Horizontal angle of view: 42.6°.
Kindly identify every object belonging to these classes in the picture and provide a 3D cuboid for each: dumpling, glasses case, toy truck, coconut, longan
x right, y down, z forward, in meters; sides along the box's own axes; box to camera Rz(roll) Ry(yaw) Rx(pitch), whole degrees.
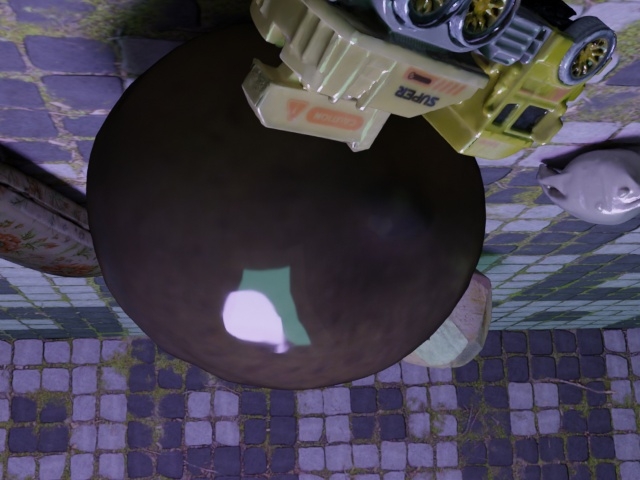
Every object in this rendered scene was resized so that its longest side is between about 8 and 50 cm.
[{"bbox_3d":[0.383,-0.070,1.069,0.169,0.100,0.134,-14,174,43],"label":"dumpling"},{"bbox_3d":[-0.407,-0.023,1.126,0.156,0.098,0.425,0,166,12],"label":"glasses case"},{"bbox_3d":[0.070,-0.131,0.563,0.272,0.124,0.157,3,131,-46],"label":"toy truck"},{"bbox_3d":[0.216,0.129,1.560,0.197,0.237,0.237,-10,164,44],"label":"coconut"},{"bbox_3d":[-0.025,-0.030,0.755,0.361,0.361,0.361,-2,165,-1],"label":"longan"}]
